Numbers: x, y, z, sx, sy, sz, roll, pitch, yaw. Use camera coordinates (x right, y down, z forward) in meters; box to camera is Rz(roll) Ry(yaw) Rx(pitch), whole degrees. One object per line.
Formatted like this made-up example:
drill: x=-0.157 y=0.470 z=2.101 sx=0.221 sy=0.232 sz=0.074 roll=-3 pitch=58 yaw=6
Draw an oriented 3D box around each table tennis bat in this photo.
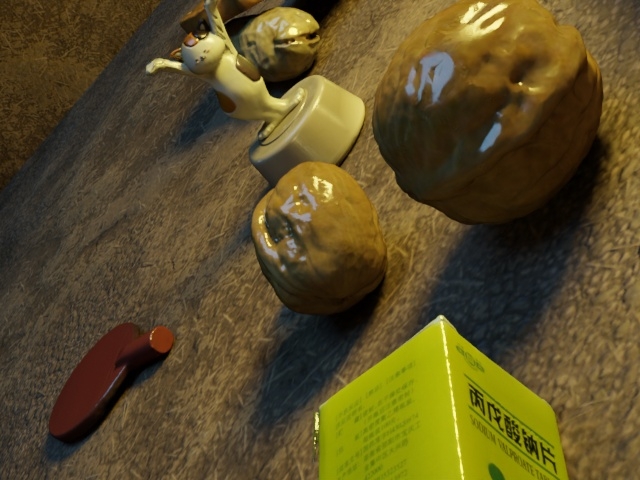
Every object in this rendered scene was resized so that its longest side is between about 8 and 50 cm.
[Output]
table tennis bat: x=-0.320 y=0.197 z=1.568 sx=0.310 sy=0.038 sz=0.200 roll=-31 pitch=31 yaw=42

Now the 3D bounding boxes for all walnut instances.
walnut: x=0.148 y=-0.115 z=0.939 sx=0.213 sy=0.213 sz=0.213 roll=-41 pitch=25 yaw=25
walnut: x=0.000 y=0.000 z=1.119 sx=0.166 sy=0.149 sz=0.167 roll=178 pitch=90 yaw=-67

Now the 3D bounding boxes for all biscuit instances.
biscuit: x=-0.070 y=-0.486 z=1.872 sx=0.385 sy=0.062 sz=0.365 roll=-38 pitch=16 yaw=-28

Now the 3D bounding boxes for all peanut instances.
peanut: x=-0.094 y=-0.332 z=1.803 sx=0.130 sy=0.130 sz=0.290 roll=-57 pitch=26 yaw=-11

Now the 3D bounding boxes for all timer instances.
timer: x=-0.092 y=-0.199 z=1.417 sx=0.175 sy=0.266 sz=0.175 roll=-41 pitch=26 yaw=25

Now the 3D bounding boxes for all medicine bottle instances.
medicine bottle: x=0.083 y=0.195 z=0.692 sx=0.141 sy=0.137 sz=0.250 roll=-41 pitch=25 yaw=27
